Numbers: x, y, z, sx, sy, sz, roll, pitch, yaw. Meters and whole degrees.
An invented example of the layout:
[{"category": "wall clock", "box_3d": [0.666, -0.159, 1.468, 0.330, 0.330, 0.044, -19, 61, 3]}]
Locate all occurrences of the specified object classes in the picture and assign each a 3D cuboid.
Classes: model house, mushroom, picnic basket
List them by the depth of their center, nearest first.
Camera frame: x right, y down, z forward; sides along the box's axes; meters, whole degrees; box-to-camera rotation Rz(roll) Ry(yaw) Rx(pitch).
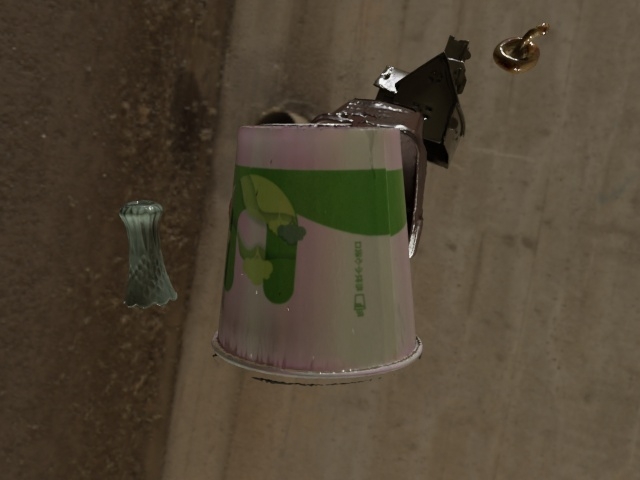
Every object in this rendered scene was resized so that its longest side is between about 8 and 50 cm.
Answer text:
[{"category": "picnic basket", "box_3d": [0.089, -0.113, 1.361, 0.129, 0.222, 0.297, -61, 158, -47]}, {"category": "model house", "box_3d": [0.219, -0.308, 1.577, 0.243, 0.204, 0.211, -67, 164, -4]}, {"category": "mushroom", "box_3d": [0.424, -0.393, 1.582, 0.072, 0.129, 0.088, 35, 43, -31]}]

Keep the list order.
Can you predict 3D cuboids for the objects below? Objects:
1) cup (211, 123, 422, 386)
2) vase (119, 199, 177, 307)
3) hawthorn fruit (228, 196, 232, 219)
[{"category": "cup", "box_3d": [0.000, 0.000, 0.898, 0.253, 0.253, 0.274, -20, 114, -66]}, {"category": "vase", "box_3d": [-0.257, 0.017, 1.130, 0.081, 0.081, 0.149, -28, 118, -64]}, {"category": "hawthorn fruit", "box_3d": [-0.116, -0.053, 1.435, 0.140, 0.125, 0.125, 36, 65, -79]}]
